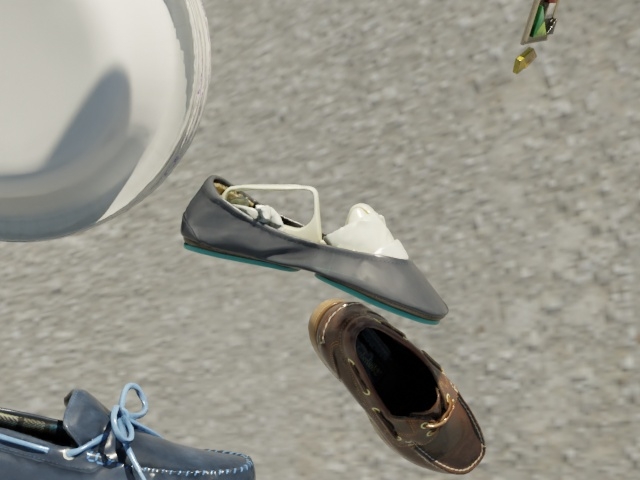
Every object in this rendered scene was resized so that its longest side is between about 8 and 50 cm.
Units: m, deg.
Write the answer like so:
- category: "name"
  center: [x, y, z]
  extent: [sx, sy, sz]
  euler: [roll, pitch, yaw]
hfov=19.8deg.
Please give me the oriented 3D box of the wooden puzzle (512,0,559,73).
- category: "wooden puzzle"
  center: [0.215, -0.218, 1.748]
  extent: [0.078, 0.014, 0.116]
  euler: [-33, 141, -57]

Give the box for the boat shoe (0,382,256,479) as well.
- category: "boat shoe"
  center: [-0.169, 0.144, 1.256]
  extent: [0.258, 0.109, 0.089]
  euler: [4, 93, -14]

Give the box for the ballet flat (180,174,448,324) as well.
- category: "ballet flat"
  center: [0.000, 0.000, 1.306]
  extent: [0.203, 0.074, 0.074]
  euler: [17, 75, 8]

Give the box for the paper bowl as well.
- category: "paper bowl"
  center: [-0.233, -0.139, 1.419]
  extent: [0.284, 0.148, 0.284]
  euler: [0, 95, 5]

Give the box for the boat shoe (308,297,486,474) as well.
- category: "boat shoe"
  center: [0.071, 0.128, 1.502]
  extent: [0.207, 0.073, 0.073]
  euler: [43, 76, -29]
